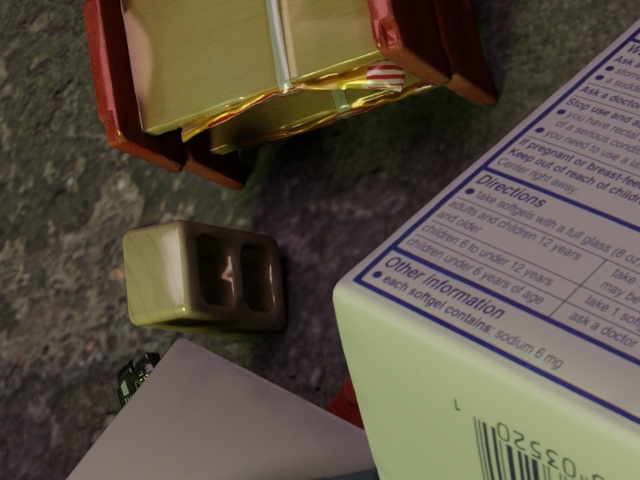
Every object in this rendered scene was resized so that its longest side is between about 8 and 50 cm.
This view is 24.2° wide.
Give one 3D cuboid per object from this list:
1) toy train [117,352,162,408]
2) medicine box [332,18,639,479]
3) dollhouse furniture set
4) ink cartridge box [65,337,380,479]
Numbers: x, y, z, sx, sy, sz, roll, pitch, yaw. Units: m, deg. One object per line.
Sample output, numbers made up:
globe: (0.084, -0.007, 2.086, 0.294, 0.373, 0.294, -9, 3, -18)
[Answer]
toy train: (-0.078, 0.137, 0.802, 0.036, 0.027, 0.158, -28, 71, 25)
medicine box: (0.204, 0.036, 0.639, 0.263, 0.149, 0.289, 26, 53, 38)
dollhouse furniture set: (0.000, 0.000, 0.882, 0.201, 0.152, 0.374, -15, 77, 25)
ink cartridge box: (-0.005, 0.208, 0.659, 0.296, 0.066, 0.261, 26, 48, 11)
